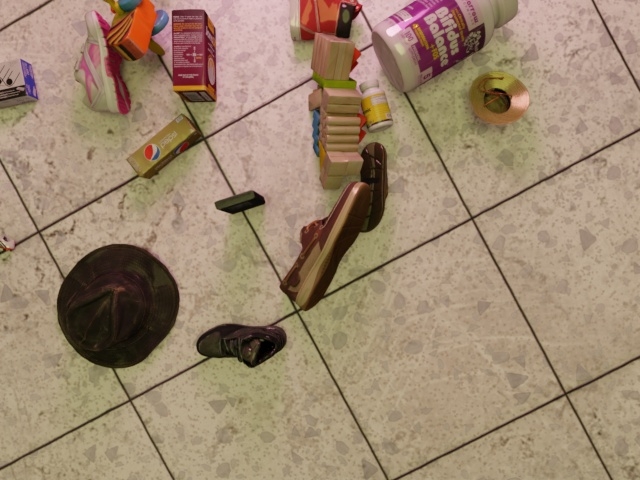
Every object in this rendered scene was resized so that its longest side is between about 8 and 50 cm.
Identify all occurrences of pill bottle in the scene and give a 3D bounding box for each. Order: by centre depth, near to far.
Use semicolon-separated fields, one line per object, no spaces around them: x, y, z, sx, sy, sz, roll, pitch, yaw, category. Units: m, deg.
0.284;-0.486;1.048;0.301;0.169;0.169;-31;90;3;pill bottle
0.132;-0.327;1.113;0.065;0.065;0.116;-15;91;3;pill bottle

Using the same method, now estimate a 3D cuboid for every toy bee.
-0.442;-0.536;1.103;0.162;0.298;0.195;-7;129;29;toy bee

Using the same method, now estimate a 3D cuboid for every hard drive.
-0.190;-0.090;1.100;0.094;0.135;0.022;-18;88;3;hard drive

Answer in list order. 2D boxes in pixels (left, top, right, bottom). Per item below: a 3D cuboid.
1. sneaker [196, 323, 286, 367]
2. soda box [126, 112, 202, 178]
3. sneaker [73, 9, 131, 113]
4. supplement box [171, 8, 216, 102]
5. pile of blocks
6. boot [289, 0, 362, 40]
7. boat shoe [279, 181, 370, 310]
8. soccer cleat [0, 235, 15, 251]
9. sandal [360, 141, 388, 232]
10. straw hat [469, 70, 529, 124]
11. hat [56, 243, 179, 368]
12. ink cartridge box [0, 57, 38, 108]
-0.204;0.255;1.118;0.227;0.130;0.087;-1;90;5;sneaker
-0.388;-0.232;1.141;0.181;0.061;0.058;-38;90;3;soda box
-0.552;-0.432;1.121;0.111;0.103;0.252;-8;91;1;sneaker
-0.303;-0.442;1.109;0.080;0.104;0.188;0;92;2;supplement box
0.048;-0.307;1.101;0.112;0.149;0.362;-4;101;-21;pile of blocks
0.012;-0.612;1.100;0.176;0.088;0.244;-2;100;2;boot
0.000;0.000;1.099;0.123;0.123;0.342;33;110;22;boat shoe
-0.835;0.003;1.188;0.083;0.029;0.036;16;84;-1;soccer cleat
0.128;-0.127;1.122;0.090;0.060;0.219;6;93;34;sandal
0.422;-0.329;1.102;0.144;0.061;0.145;-2;75;6;straw hat
-0.528;0.170;1.127;0.331;0.134;0.332;0;92;3;hat
-0.836;-0.387;1.164;0.207;0.046;0.097;-11;90;3;ink cartridge box
